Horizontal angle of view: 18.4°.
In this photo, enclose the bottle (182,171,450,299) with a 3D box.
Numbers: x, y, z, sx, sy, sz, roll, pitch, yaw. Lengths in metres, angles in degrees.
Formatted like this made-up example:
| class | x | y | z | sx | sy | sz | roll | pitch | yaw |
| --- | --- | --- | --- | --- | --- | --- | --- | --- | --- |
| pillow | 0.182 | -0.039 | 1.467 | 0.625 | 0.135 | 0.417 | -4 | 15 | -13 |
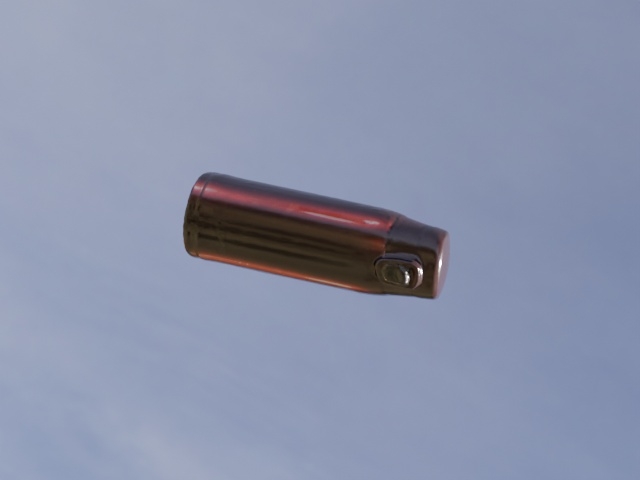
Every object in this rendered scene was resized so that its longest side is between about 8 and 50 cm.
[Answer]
| class | x | y | z | sx | sy | sz | roll | pitch | yaw |
| --- | --- | --- | --- | --- | --- | --- | --- | --- | --- |
| bottle | 0.000 | 0.000 | 1.212 | 0.164 | 0.060 | 0.060 | 12 | -35 | 17 |
